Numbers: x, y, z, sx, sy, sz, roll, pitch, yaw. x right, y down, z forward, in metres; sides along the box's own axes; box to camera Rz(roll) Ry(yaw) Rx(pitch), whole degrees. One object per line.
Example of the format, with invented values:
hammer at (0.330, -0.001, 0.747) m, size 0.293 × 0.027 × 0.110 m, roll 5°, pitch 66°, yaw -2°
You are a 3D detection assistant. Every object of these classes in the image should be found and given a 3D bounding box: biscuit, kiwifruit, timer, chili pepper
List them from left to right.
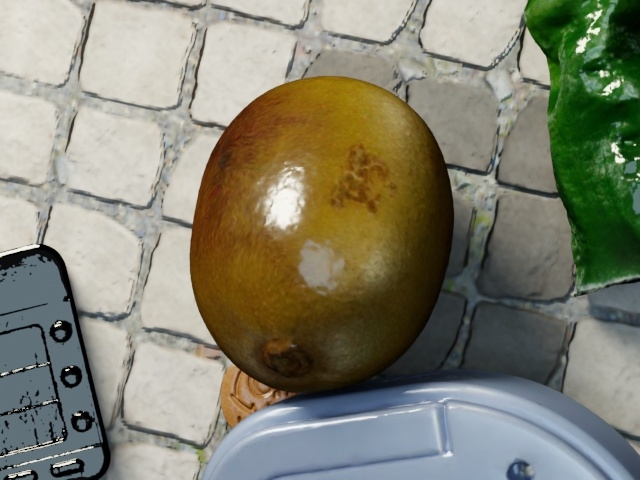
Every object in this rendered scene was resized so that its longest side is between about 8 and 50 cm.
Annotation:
timer at (-0.247, 0.107, 1.468) m, size 0.144 × 0.055 × 0.187 m, roll -13°, pitch 84°, yaw -2°
biscuit at (-0.032, 0.117, 1.482) m, size 0.091 × 0.015 × 0.078 m, roll -1°, pitch 89°, yaw 0°
kiwifruit at (0.000, 0.000, 1.378) m, size 0.196 × 0.196 × 0.234 m, roll 11°, pitch 46°, yaw 1°
timer at (0.113, 0.276, 1.389) m, size 0.395 × 0.173 × 0.395 m, roll 0°, pitch 91°, yaw 13°
chili pepper at (0.221, -0.099, 1.436) m, size 0.099 × 0.136 × 0.270 m, roll -14°, pitch 89°, yaw -24°
